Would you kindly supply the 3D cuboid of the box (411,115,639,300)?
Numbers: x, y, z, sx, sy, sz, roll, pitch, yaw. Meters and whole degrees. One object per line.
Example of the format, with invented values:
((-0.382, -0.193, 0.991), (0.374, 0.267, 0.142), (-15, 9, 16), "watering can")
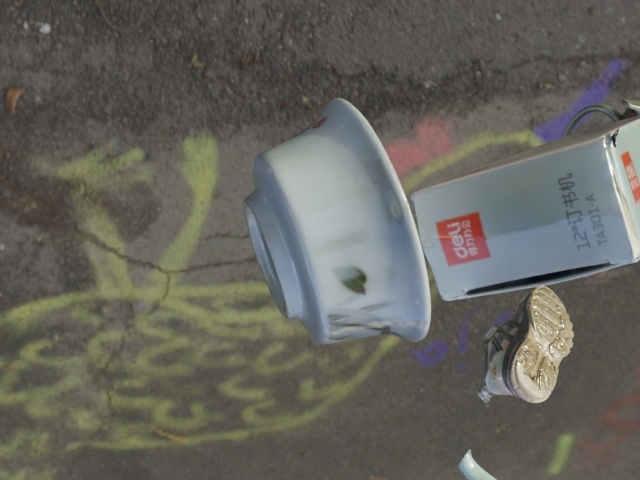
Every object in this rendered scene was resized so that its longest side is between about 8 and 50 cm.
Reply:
((0.182, -0.034, 0.595), (0.135, 0.269, 0.079), (-16, 93, 32), "box")

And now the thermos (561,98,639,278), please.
((0.434, -0.093, 1.259), (0.176, 0.146, 0.265), (33, 120, 15), "thermos")

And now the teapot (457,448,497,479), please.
((0.154, 0.315, 0.806), (0.159, 0.159, 0.232), (2, 122, -16), "teapot")

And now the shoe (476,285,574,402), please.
((0.269, 0.144, 1.092), (0.089, 0.180, 0.092), (41, 141, -15), "shoe")

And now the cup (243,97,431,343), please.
((0.000, 0.000, 1.096), (0.163, 0.347, 0.347), (-20, 133, -11), "cup")
